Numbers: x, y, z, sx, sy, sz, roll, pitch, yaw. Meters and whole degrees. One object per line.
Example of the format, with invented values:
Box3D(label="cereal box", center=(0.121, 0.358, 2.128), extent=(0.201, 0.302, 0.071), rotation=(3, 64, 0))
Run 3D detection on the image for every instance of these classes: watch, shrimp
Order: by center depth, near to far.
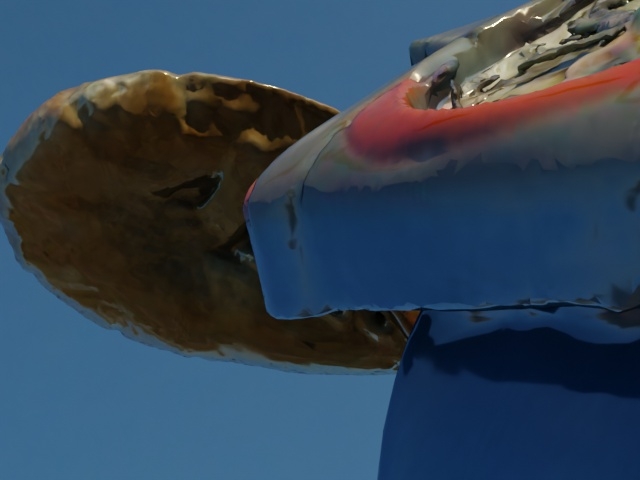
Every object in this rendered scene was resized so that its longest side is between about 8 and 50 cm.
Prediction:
Box3D(label="watch", center=(0.158, 0.041, 0.541), extent=(0.305, 0.241, 0.274), rotation=(-25, -77, -33))
Box3D(label="shrimp", center=(0.000, 0.000, 0.869), extent=(0.317, 0.077, 0.168), rotation=(9, -45, 1))
